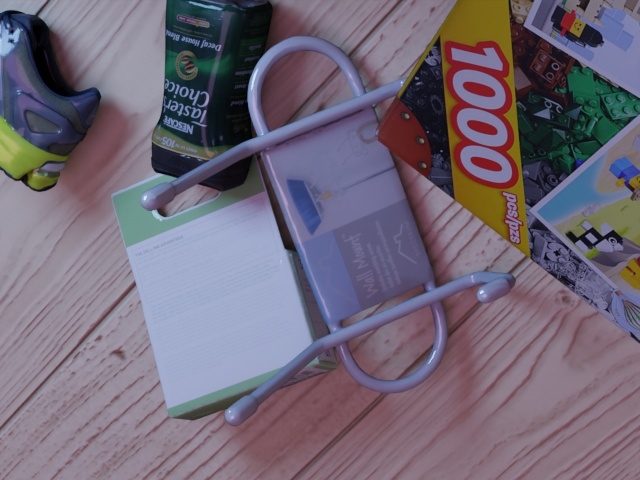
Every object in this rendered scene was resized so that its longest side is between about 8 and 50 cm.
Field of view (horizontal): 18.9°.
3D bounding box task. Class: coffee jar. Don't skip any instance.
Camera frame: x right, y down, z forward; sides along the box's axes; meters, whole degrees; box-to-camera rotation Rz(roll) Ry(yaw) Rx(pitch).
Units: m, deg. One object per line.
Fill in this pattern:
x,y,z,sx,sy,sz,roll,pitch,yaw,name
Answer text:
-0.104,-0.142,1.793,0.096,0.079,0.184,16,109,26,coffee jar

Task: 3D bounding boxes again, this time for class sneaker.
-0.332,-0.191,1.853,0.300,0.111,0.121,44,104,-5,sneaker

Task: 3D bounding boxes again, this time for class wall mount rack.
0.000,0.000,1.718,0.304,0.130,0.350,-24,100,-16,wall mount rack

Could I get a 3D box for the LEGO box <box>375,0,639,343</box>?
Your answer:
0.318,-0.160,1.488,0.372,0.193,0.500,38,141,4,LEGO box

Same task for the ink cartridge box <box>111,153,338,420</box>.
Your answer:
-0.096,0.039,1.865,0.171,0.056,0.235,-22,74,22,ink cartridge box
